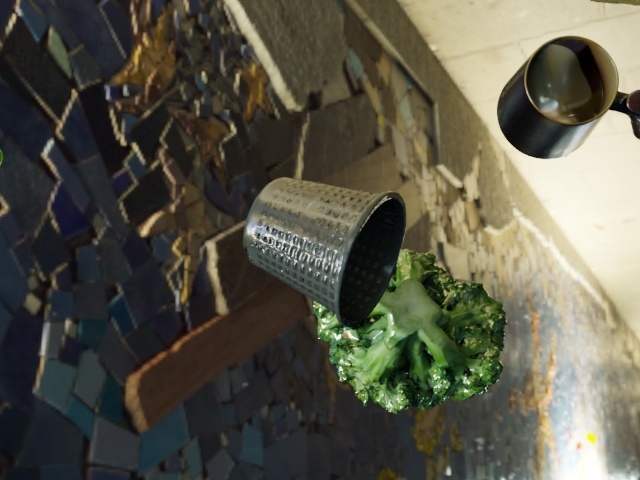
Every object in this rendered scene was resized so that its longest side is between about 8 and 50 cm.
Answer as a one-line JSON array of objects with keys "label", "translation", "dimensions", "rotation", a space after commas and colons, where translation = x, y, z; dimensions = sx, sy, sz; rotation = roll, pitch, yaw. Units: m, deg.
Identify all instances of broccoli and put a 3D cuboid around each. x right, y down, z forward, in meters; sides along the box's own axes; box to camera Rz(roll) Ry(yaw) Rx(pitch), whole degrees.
[{"label": "broccoli", "translation": [0.130, 0.128, 1.216], "dimensions": [0.294, 0.265, 0.245], "rotation": [19, 164, 1]}]

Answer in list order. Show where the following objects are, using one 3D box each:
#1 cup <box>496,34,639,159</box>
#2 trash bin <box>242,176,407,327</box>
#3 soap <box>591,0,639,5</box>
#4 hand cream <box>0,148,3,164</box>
[{"label": "cup", "translation": [0.414, -0.234, 1.291], "dimensions": [0.239, 0.166, 0.177], "rotation": [-7, 172, 2]}, {"label": "trash bin", "translation": [0.000, 0.000, 1.003], "dimensions": [0.161, 0.175, 0.175], "rotation": [21, 174, 26]}, {"label": "soap", "translation": [0.353, -0.258, 0.735], "dimensions": [0.037, 0.092, 0.252], "rotation": [16, -173, -37]}, {"label": "hand cream", "translation": [-0.512, -0.064, 1.151], "dimensions": [0.050, 0.079, 0.275], "rotation": [20, 150, -29]}]
